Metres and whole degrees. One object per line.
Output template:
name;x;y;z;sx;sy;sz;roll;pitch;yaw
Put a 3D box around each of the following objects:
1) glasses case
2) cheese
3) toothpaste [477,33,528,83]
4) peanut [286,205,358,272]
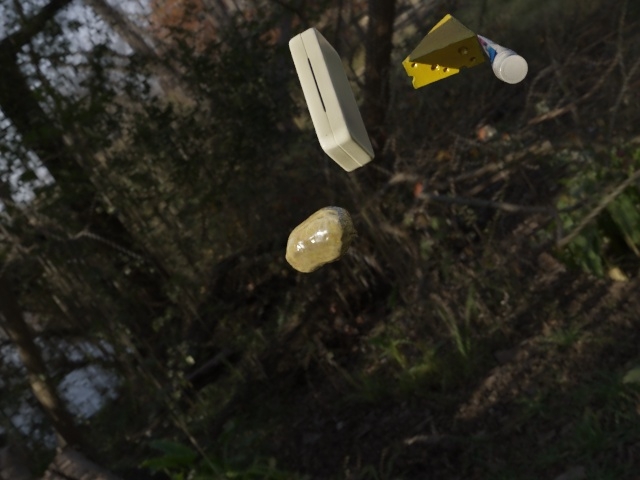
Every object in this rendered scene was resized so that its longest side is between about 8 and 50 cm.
glasses case;0.023;-0.303;1.756;0.070;0.313;0.131;-27;-30;18
cheese;0.287;-0.446;1.997;0.171;0.093;0.126;-34;45;3
toothpaste;0.387;-0.389;1.768;0.061;0.096;0.266;-39;16;14
peanut;0.000;0.000;2.017;0.224;0.129;0.129;-31;10;40
